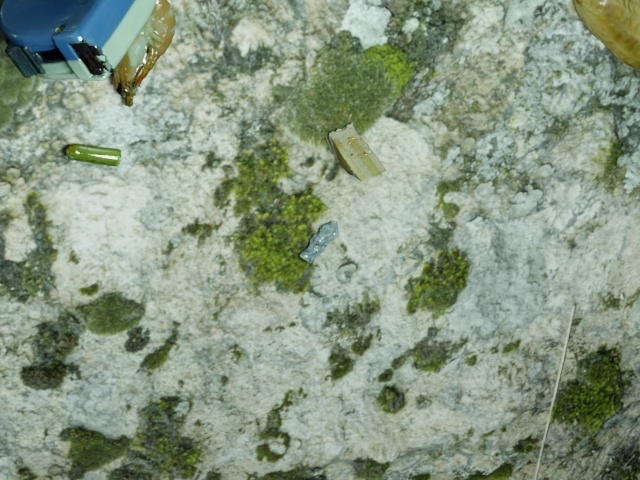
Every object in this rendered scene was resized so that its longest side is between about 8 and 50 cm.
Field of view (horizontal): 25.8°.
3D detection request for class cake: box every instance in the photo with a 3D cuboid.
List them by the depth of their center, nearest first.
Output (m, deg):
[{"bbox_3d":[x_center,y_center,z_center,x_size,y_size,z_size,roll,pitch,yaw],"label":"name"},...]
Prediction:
[{"bbox_3d":[0.057,-0.133,2.201,0.052,0.121,0.065,-25,122,-10],"label":"cake"}]

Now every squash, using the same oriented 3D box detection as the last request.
[{"bbox_3d":[-0.343,-0.129,2.103,0.083,0.027,0.027,7,120,-24],"label":"squash"}]

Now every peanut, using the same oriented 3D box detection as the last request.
[{"bbox_3d":[0.479,-0.359,2.230,0.226,0.095,0.108,34,91,-32],"label":"peanut"}]

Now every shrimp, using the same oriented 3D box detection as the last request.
[{"bbox_3d":[-0.262,-0.273,2.024,0.091,0.043,0.184,5,120,-29],"label":"shrimp"}]

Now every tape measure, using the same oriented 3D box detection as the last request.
[{"bbox_3d":[-0.291,-0.361,1.899,0.351,0.215,0.098,-61,139,-33],"label":"tape measure"}]

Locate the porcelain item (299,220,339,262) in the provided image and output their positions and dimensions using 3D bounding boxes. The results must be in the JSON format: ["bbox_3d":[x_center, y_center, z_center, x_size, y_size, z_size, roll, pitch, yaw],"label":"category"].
[{"bbox_3d":[0.000,0.000,2.332,0.083,0.028,0.036,-48,143,13],"label":"porcelain item"}]
